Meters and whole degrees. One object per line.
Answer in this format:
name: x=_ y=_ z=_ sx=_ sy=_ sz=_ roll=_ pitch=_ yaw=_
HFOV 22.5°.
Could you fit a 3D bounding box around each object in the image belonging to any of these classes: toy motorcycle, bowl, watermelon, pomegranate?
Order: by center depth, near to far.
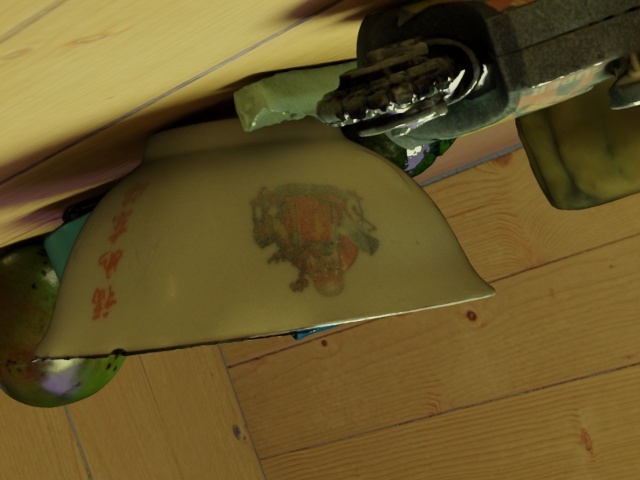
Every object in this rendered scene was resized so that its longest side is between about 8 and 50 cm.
toy motorcycle: x=0.132 y=-0.126 z=0.967 sx=0.307 sy=0.108 sz=0.173 roll=-20 pitch=-173 yaw=-10
bowl: x=-0.050 y=-0.009 z=1.198 sx=0.345 sy=0.157 sz=0.345 roll=-7 pitch=180 yaw=0
watermelon: x=0.049 y=-0.085 z=1.296 sx=0.181 sy=0.075 sz=0.092 roll=-22 pitch=-158 yaw=22
pomegranate: x=-0.308 y=0.083 z=1.710 sx=0.224 sy=0.181 sz=0.181 roll=4 pitch=-167 yaw=36

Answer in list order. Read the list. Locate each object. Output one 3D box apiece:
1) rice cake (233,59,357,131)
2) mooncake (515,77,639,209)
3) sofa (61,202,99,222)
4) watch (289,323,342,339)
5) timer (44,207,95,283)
rice cake: x=0.004 y=-0.103 z=1.143 sx=0.030 sy=0.042 sz=0.180 roll=-24 pitch=177 yaw=36
mooncake: x=0.295 y=-0.138 z=1.322 sx=0.290 sy=0.161 sz=0.290 roll=-20 pitch=180 yaw=0
sofa: x=-0.182 y=-0.028 z=1.523 sx=0.118 sy=0.039 sz=0.060 roll=-20 pitch=180 yaw=-15
watch: x=-0.007 y=0.002 z=1.793 sx=0.171 sy=0.200 sz=0.196 roll=-16 pitch=-178 yaw=1
timer: x=-0.111 y=0.012 z=1.502 sx=0.232 sy=0.091 sz=0.250 roll=-26 pitch=166 yaw=5
